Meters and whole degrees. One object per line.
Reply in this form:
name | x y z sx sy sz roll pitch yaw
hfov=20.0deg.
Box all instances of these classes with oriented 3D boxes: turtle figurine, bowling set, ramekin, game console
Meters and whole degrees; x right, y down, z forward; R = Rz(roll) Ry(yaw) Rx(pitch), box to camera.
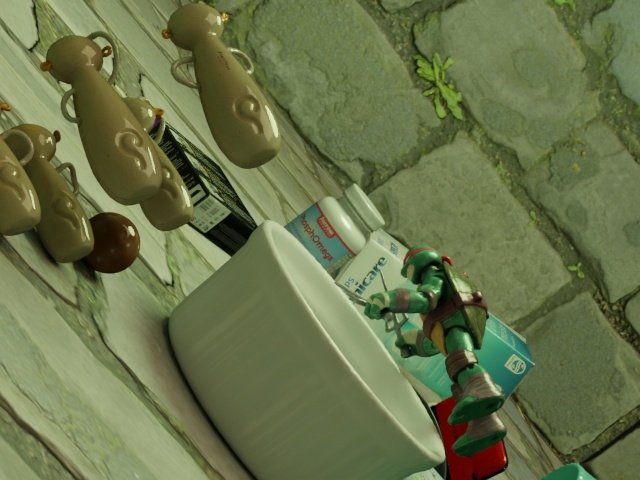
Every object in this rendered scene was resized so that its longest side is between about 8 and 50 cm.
turtle figurine | 0.108 0.084 1.754 0.175 0.118 0.234 43 18 -57
bowling set | -0.196 -0.069 1.512 0.154 0.287 0.200 63 -33 18
ramekin | -0.019 0.129 1.688 0.277 0.135 0.277 53 7 -9
game console | 0.186 0.271 2.273 0.085 0.124 0.144 47 22 -39

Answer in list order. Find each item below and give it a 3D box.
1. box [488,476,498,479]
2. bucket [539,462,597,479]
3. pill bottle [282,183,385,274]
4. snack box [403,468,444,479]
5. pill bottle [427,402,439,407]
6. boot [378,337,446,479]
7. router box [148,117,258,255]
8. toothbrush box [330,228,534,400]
box | 0.252 0.381 2.323 0.067 0.063 0.324 50 -1 -15
bucket | 0.208 0.343 1.598 0.183 0.281 0.281 45 7 0
pill bottle | 0.000 0.000 2.336 0.087 0.160 0.087 52 7 -9
snack box | 0.117 0.312 1.943 0.174 0.070 0.207 50 7 -26
pill bottle | 0.169 0.261 2.556 0.065 0.065 0.116 55 7 13
boot | 0.104 0.232 2.210 0.263 0.091 0.229 66 4 31
router box | -0.142 -0.060 2.174 0.133 0.046 0.179 56 7 28
toothbrush box | 0.151 0.118 2.620 0.295 0.126 0.216 37 7 -1
